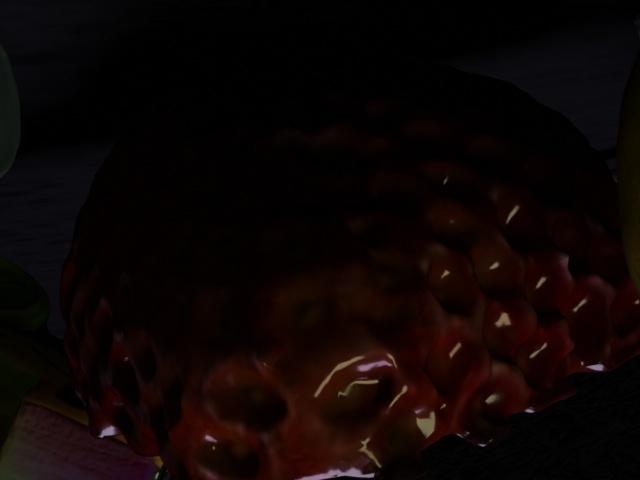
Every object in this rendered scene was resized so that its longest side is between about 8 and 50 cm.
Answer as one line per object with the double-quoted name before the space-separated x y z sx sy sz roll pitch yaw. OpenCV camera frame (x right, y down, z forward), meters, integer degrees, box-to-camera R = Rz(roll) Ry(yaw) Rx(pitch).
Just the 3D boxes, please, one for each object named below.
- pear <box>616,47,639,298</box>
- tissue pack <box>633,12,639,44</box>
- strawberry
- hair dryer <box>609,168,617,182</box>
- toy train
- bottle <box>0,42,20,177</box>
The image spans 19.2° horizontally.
"pear" 0.208 -0.023 0.635 0.209 0.208 0.209 -7 173 -1
"tissue pack" 0.258 -0.047 0.823 0.225 0.124 0.185 -9 174 11
"strawberry" -0.011 0.000 0.756 0.253 0.150 0.280 -4 -171 35
"hair dryer" 0.203 -0.020 1.188 0.357 0.107 0.173 -4 173 30
"toy train" -0.186 0.063 0.893 0.296 0.100 0.160 23 -164 8
"bottle" -0.230 -0.033 0.641 0.254 0.079 0.096 -8 135 16
